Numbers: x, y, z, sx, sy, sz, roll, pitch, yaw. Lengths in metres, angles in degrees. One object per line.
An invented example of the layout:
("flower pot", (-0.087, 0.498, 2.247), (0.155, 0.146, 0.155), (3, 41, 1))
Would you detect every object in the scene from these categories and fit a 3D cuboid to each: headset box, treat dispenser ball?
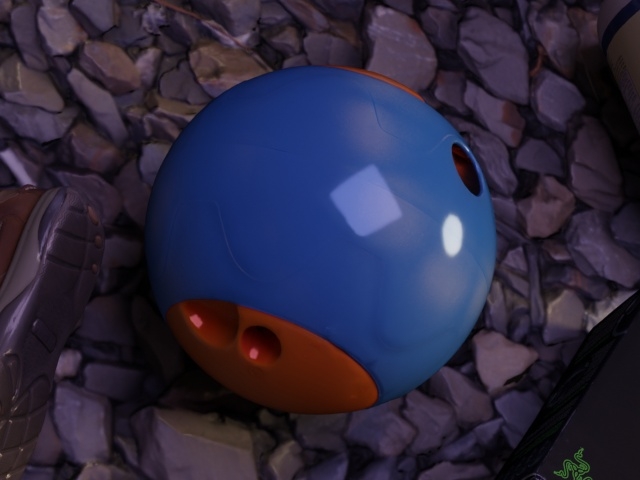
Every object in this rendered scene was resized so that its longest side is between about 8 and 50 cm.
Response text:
("headset box", (0.302, 0.221, 1.744), (0.246, 0.131, 0.283), (41, 54, 0))
("treat dispenser ball", (0.000, 0.000, 1.617), (0.288, 0.288, 0.288), (12, 59, -21))

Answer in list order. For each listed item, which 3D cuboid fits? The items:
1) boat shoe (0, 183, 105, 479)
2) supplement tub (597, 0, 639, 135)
("boat shoe", (-0.278, 0.098, 1.547), (0.116, 0.123, 0.324), (12, 62, 19))
("supplement tub", (0.432, -0.126, 1.938), (0.235, 0.235, 0.325), (-9, 67, -30))
